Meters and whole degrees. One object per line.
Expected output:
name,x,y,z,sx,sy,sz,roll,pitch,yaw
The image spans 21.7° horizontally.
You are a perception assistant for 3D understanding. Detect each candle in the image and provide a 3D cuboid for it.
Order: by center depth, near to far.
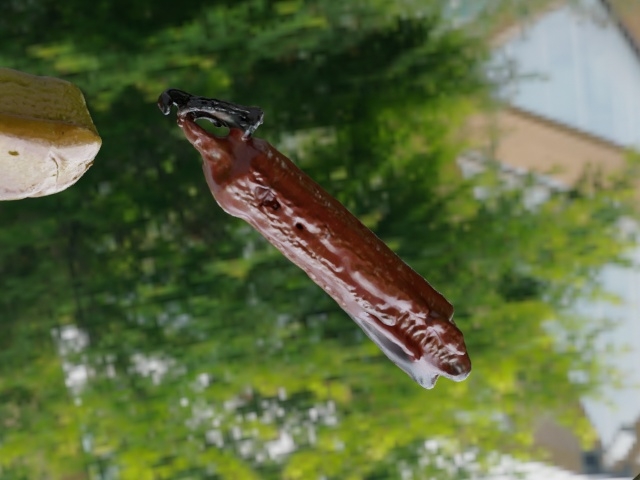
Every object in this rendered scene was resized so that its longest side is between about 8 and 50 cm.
candle,0.000,0.000,1.113,0.084,0.301,0.059,-14,-140,51

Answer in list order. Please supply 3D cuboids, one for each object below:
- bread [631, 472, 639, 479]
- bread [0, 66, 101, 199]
bread,0.143,0.335,0.743,0.361,0.394,0.250,-35,-159,-13
bread,-0.288,-0.092,1.333,0.245,0.094,0.102,8,144,-42
